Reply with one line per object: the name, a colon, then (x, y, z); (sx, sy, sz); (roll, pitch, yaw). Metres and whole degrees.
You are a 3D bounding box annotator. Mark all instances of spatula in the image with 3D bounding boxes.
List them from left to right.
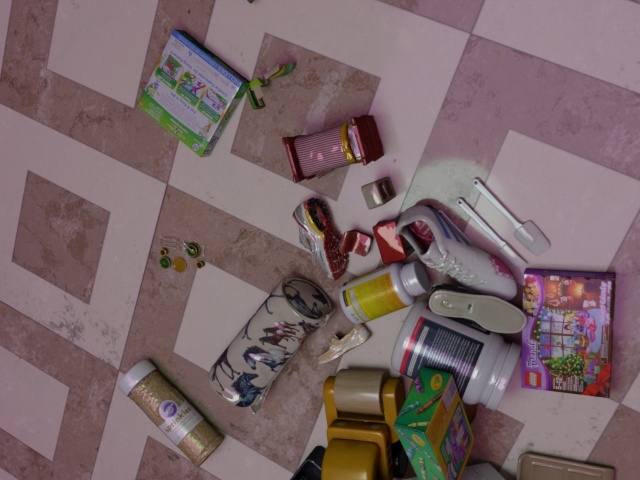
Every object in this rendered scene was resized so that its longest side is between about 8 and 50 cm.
spatula: (0.411, -0.025, 1.596); (0.242, 0.019, 0.168); (48, 121, 7)

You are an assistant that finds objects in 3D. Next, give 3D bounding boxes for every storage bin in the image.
storage bin: (0.018, 0.698, 1.896); (0.180, 0.084, 0.122); (39, 114, 11)

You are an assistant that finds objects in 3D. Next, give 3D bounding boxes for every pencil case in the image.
pencil case: (-0.134, 0.284, 1.817); (0.183, 0.160, 0.410); (38, 115, -1)

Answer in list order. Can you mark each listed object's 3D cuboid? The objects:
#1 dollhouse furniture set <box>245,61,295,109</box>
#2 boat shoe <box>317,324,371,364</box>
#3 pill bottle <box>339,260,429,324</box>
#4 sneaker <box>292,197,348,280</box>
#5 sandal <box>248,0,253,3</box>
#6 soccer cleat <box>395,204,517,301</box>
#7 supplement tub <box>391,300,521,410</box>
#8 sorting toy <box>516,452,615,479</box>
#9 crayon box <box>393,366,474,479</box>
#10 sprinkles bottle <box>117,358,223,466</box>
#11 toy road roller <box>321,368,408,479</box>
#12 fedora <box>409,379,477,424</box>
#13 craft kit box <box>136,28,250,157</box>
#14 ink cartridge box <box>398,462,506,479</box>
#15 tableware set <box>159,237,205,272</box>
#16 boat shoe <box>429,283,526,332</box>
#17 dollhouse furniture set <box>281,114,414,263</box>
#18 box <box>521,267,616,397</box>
dollhouse furniture set: (-0.125, -0.395, 1.695); (0.151, 0.076, 0.058); (-24, 90, 36)
boat shoe: (0.055, 0.277, 1.793); (0.170, 0.063, 0.059); (-33, 86, 16)
pill bottle: (0.163, 0.128, 1.678); (0.215, 0.117, 0.117); (-25, 93, 26)
sneaker: (0.000, 0.000, 1.745); (0.093, 0.088, 0.225); (-20, 95, 46)
sandal: (-0.207, -0.685, 1.663); (0.049, 0.072, 0.180); (-30, 92, 10)
soccer cleat: (0.314, 0.049, 1.575); (0.331, 0.143, 0.116); (40, 126, 11)
supplement tub: (0.325, 0.279, 1.606); (0.272, 0.191, 0.191); (23, 110, 17)
sorting toy: (0.611, 0.691, 1.677); (0.229, 0.041, 0.307); (4, 104, 17)
crayon box: (0.272, 0.449, 1.538); (0.081, 0.165, 0.278); (6, 136, 34)
sprinkles bottle: (-0.459, 0.528, 2.033); (0.355, 0.121, 0.121); (43, 115, 7)
toy road roller: (0.102, 0.522, 1.731); (0.202, 0.240, 0.329); (-2, 102, 23)
fedora: (0.311, 0.426, 1.711); (0.194, 0.079, 0.194); (6, 106, 21)
craft kit box: (-0.348, -0.398, 1.798); (0.250, 0.061, 0.246); (40, 112, 9)
ink cartridge box: (0.281, 0.741, 1.630); (0.395, 0.166, 0.285); (-4, 108, -22)
tableware set: (-0.410, 0.050, 1.948); (0.154, 0.024, 0.104); (10, 107, 20)
boat shoe: (0.372, 0.155, 1.568); (0.233, 0.079, 0.084); (16, 105, 4)
dollhouse furniture set: (0.073, -0.108, 1.638); (0.201, 0.152, 0.374); (-15, 97, 25)
box: (0.581, 0.216, 1.559); (0.201, 0.057, 0.293); (2, 104, 23)
